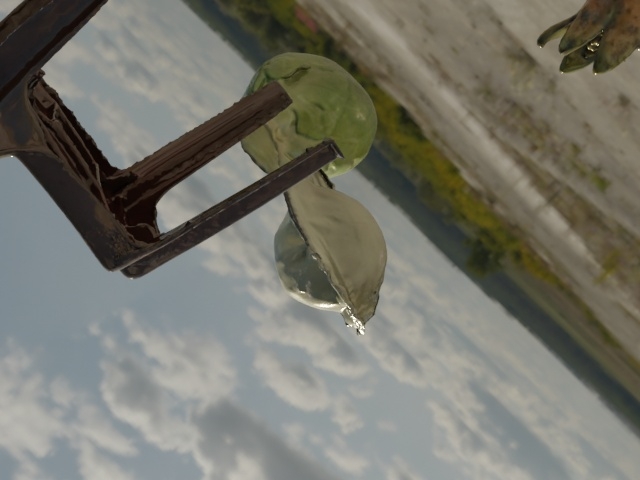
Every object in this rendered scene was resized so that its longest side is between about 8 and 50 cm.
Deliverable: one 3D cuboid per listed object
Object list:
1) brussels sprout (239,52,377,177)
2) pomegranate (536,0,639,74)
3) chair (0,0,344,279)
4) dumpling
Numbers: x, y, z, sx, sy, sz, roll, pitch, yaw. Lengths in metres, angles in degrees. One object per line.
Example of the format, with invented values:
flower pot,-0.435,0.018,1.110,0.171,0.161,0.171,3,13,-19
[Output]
brussels sprout,-0.027,-0.199,1.722,0.244,0.244,0.244,44,-176,-4
pomegranate,0.257,-0.231,0.779,0.198,0.246,0.198,36,-151,-24
chair,-0.181,-0.049,0.666,0.183,0.326,0.175,55,-178,-26
dumpling,0.000,0.000,1.329,0.172,0.142,0.247,46,-159,-60
